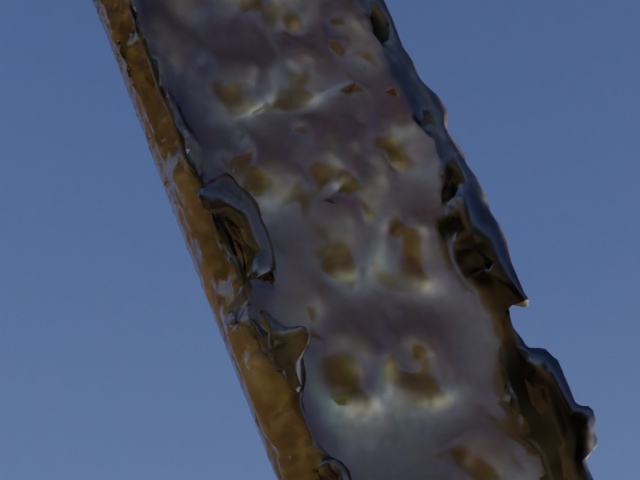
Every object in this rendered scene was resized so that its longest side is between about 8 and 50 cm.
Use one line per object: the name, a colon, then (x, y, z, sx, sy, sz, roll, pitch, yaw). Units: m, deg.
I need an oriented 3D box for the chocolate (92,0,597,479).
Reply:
chocolate: (-0.001, 0.002, 0.563, 0.065, 0.102, 0.329, -38, -110, 46)
